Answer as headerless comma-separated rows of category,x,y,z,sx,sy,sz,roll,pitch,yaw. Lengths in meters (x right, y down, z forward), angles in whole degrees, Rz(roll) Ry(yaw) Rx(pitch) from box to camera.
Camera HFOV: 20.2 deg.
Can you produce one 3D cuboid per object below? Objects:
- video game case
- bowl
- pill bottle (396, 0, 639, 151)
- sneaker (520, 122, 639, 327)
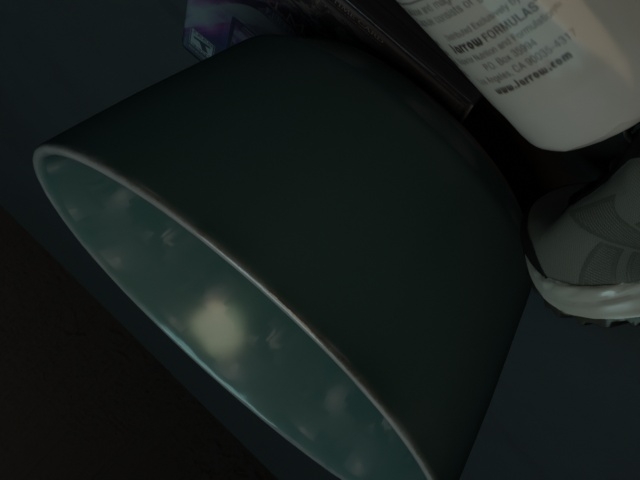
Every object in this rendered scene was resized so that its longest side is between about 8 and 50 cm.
video game case,-0.001,-0.110,1.100,0.196,0.026,0.274,41,166,4
bowl,0.000,0.000,1.041,0.311,0.163,0.311,38,164,13
pill bottle,0.051,-0.153,0.624,0.229,0.131,0.131,46,165,-13
sneaker,0.169,-0.017,0.824,0.108,0.100,0.271,70,163,-9
